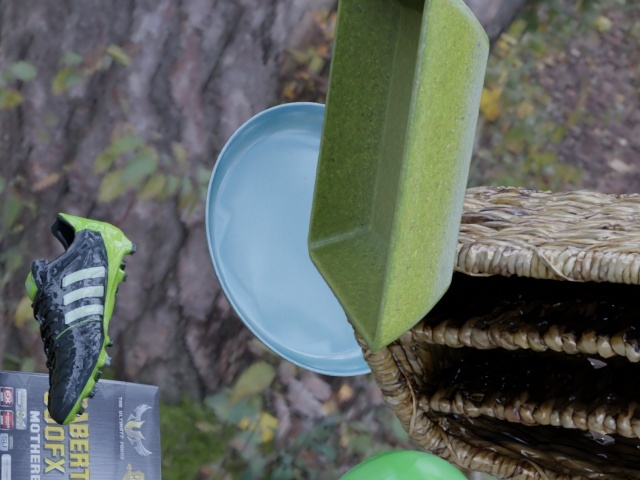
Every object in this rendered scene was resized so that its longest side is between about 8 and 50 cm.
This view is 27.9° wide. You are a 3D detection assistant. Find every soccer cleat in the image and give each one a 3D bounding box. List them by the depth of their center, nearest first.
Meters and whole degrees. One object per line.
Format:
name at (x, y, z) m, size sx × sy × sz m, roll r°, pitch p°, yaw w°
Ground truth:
soccer cleat at (-0.187, 0.056, 0.949) m, size 0.072 × 0.060 × 0.179 m, roll 20°, pitch 46°, yaw -16°

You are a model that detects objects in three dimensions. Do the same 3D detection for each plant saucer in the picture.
plant saucer at (0.042, -0.055, 0.704) m, size 0.045 × 0.188 × 0.188 m, roll 4°, pitch 15°, yaw -13°
plant saucer at (0.000, 0.000, 1.461) m, size 0.318 × 0.044 × 0.317 m, roll 12°, pitch 68°, yaw -32°

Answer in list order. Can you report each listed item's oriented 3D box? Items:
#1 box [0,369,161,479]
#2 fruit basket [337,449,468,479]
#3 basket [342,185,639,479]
box at (-0.215, 0.231, 1.072) m, size 0.183 × 0.056 × 0.231 m, roll 14°, pitch 68°, yaw -48°
fruit basket at (-0.038, 0.259, 0.564) m, size 0.392 × 0.392 × 0.283 m, roll 39°, pitch 4°, yaw 26°
basket at (0.183, 0.086, 0.847) m, size 0.299 × 0.213 × 0.223 m, roll 4°, pitch 14°, yaw 30°
